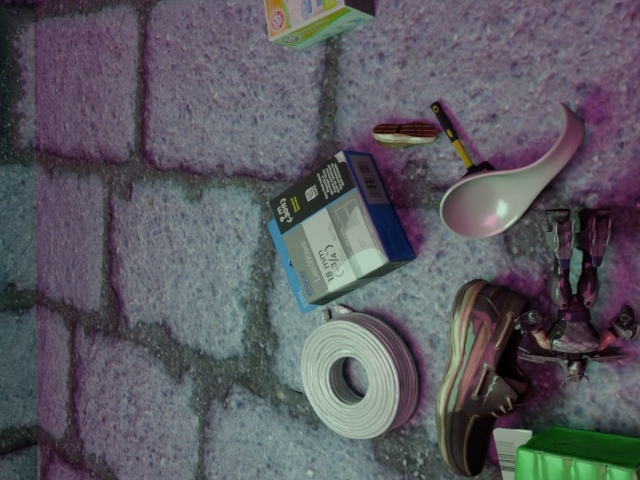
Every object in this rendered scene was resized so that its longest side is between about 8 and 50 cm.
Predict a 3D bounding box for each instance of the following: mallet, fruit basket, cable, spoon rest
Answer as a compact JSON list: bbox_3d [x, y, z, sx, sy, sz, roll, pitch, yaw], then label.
[{"bbox_3d":[0.256,-0.178,1.083,0.062,0.039,0.190,-30,72,36],"label":"mallet"},{"bbox_3d":[0.435,0.461,0.889,0.327,0.165,0.353,-12,96,52],"label":"fruit basket"},{"bbox_3d":[0.075,0.276,1.229,0.257,0.089,0.257,9,100,37],"label":"cable"},{"bbox_3d":[0.316,-0.100,0.993,0.276,0.137,0.084,-47,23,28],"label":"spoon rest"}]

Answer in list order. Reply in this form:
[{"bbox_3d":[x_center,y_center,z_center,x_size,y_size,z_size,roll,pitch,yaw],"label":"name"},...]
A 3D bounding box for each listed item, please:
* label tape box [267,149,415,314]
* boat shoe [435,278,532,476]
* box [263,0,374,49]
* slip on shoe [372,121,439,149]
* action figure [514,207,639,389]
[{"bbox_3d":[0.000,0.000,1.254,0.333,0.106,0.241,-31,74,36],"label":"label tape box"},{"bbox_3d":[0.287,0.249,1.034,0.130,0.132,0.355,10,101,38],"label":"boat shoe"},{"bbox_3d":[-0.008,-0.480,1.217,0.203,0.103,0.114,-9,88,39],"label":"box"},{"bbox_3d":[0.164,-0.196,1.149,0.135,0.051,0.041,6,138,30],"label":"slip on shoe"},{"bbox_3d":[0.393,0.093,0.930,0.185,0.099,0.285,-2,94,-2],"label":"action figure"}]
